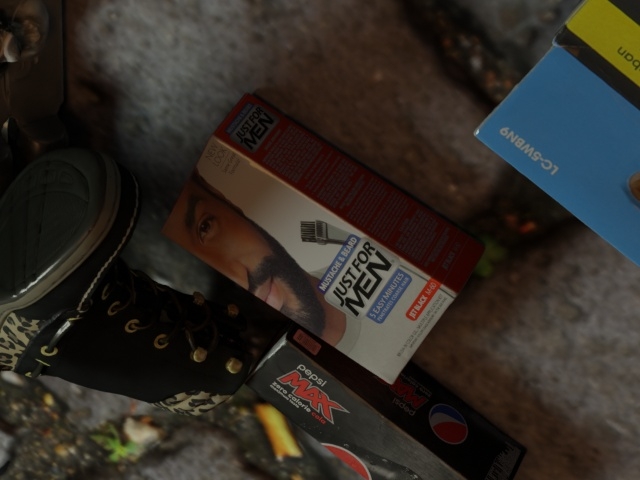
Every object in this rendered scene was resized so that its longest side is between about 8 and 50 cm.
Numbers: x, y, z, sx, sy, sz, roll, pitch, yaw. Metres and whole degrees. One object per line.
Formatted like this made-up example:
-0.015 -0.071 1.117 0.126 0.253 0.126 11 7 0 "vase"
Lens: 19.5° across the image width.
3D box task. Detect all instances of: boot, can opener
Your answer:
-0.111 0.031 1.101 0.179 0.085 0.236 16 148 -26 "boot"
-0.203 -0.063 1.155 0.095 0.076 0.283 44 142 37 "can opener"

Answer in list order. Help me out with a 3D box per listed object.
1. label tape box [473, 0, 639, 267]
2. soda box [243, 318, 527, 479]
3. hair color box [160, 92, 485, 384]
0.265 -0.101 0.848 0.241 0.106 0.333 39 132 -4 "label tape box"
0.040 0.110 1.157 0.169 0.053 0.060 38 132 -3 "soda box"
0.000 0.000 1.095 0.167 0.053 0.093 33 133 2 "hair color box"
